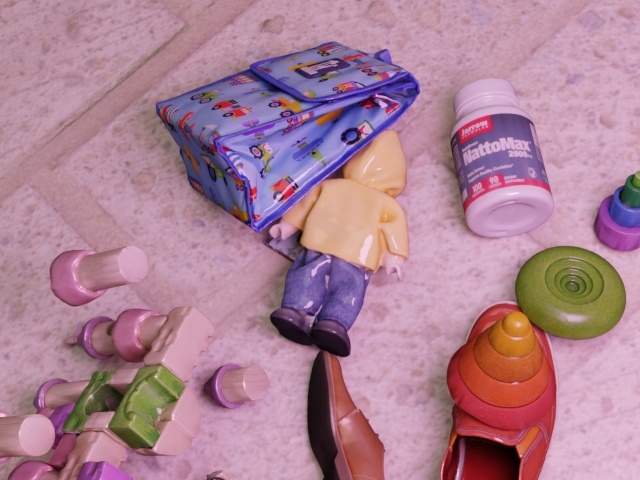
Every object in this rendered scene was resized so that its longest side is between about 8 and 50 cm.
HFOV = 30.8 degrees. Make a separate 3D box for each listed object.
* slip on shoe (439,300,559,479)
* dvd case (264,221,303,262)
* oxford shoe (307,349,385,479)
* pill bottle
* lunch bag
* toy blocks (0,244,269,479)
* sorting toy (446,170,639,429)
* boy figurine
[{"bbox_3d":[0.192,0.214,1.279,0.123,0.101,0.331,7,64,18],"label":"slip on shoe"},{"bbox_3d":[0.000,0.000,1.481,0.119,0.013,0.087,32,74,25],"label":"dvd case"},{"bbox_3d":[0.032,0.224,1.339,0.076,0.076,0.212,1,56,-21],"label":"oxford shoe"},{"bbox_3d":[0.217,-0.105,1.433,0.108,0.108,0.180,-12,61,6],"label":"pill bottle"},{"bbox_3d":[-0.025,-0.160,1.476,0.293,0.138,0.221,-30,28,-16],"label":"lunch bag"},{"bbox_3d":[-0.259,0.206,1.347,0.260,0.309,0.288,-13,42,43],"label":"toy blocks"},{"bbox_3d":[0.274,0.042,1.284,0.127,0.126,0.365,32,57,22],"label":"sorting toy"},{"bbox_3d":[0.027,-0.010,1.421,0.177,0.092,0.285,13,66,18],"label":"boy figurine"}]
